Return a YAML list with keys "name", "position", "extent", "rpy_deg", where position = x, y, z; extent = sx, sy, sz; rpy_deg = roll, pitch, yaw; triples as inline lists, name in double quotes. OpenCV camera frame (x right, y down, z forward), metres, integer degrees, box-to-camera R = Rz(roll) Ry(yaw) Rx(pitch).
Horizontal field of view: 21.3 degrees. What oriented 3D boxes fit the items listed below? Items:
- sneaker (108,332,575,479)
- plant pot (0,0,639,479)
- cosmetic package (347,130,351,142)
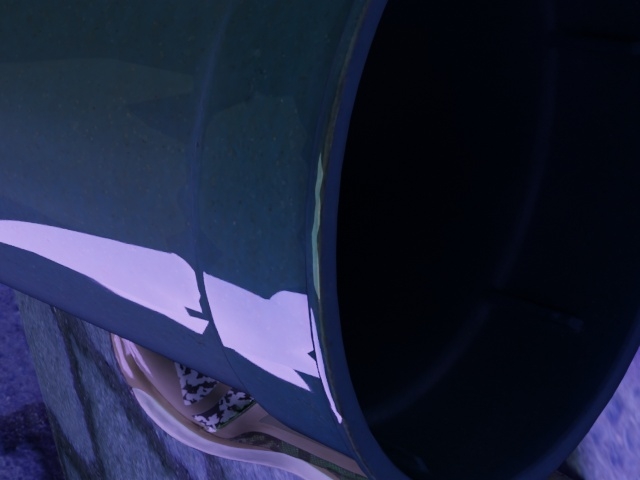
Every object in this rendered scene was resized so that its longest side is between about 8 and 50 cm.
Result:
- name: "sneaker"
  position: [0.038, 0.110, 1.219]
  extent: [0.410, 0.158, 0.182]
  rpy_deg: [35, 150, -25]
- name: "plant pot"
  position: [-0.028, -0.069, 0.878]
  extent: [0.334, 0.341, 0.341]
  rpy_deg: [15, 128, 34]
- name: "cosmetic package"
  position: [-0.006, -0.189, 1.176]
  extent: [0.385, 0.156, 0.217]
  rpy_deg: [67, 161, 13]
